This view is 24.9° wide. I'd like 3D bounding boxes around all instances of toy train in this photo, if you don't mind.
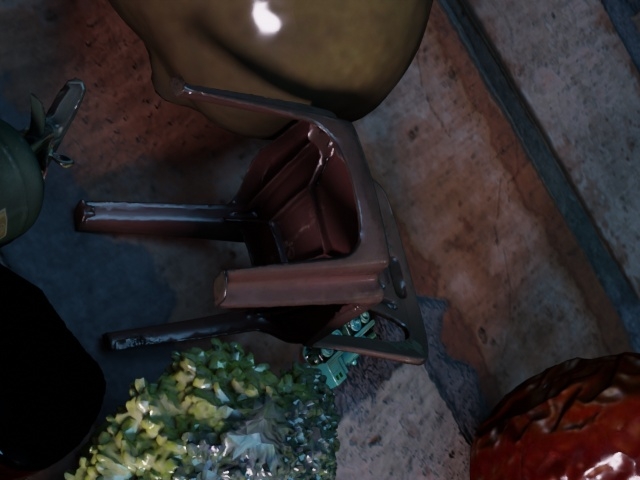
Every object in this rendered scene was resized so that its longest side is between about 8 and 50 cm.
[{"bbox_3d":[0.020,0.089,1.233,0.092,0.029,0.045,-38,105,-50],"label":"toy train"}]

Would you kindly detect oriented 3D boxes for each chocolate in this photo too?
[{"bbox_3d":[-0.213,0.094,0.956,0.125,0.080,0.149,11,54,-55],"label":"chocolate"}]

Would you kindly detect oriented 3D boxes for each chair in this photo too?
[{"bbox_3d":[0.000,0.000,1.116,0.326,0.183,0.176,0,67,-38],"label":"chair"}]

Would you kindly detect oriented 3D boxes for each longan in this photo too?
[{"bbox_3d":[-0.038,-0.227,1.161,0.297,0.297,0.297,23,54,-36],"label":"longan"}]

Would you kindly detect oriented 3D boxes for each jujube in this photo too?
[{"bbox_3d":[0.252,0.207,1.250,0.213,0.232,0.213,21,59,-40],"label":"jujube"}]

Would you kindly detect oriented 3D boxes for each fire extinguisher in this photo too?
[{"bbox_3d":[-0.268,-0.019,0.937,0.095,0.114,0.311,32,36,18],"label":"fire extinguisher"}]

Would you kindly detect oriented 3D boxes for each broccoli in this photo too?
[{"bbox_3d":[-0.089,0.178,0.972,0.198,0.226,0.176,54,16,-46],"label":"broccoli"}]
